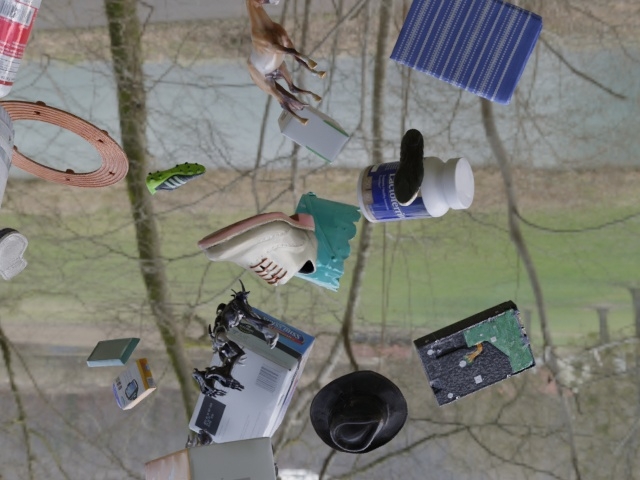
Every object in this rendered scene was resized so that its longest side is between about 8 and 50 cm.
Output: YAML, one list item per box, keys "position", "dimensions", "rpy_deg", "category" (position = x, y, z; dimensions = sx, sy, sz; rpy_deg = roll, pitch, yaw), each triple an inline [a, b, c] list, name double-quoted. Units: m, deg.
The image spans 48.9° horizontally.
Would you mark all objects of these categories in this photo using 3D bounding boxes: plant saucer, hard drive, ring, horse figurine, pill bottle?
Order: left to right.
- position: [-0.934, -0.537, 1.921]
  dimensions: [0.229, 0.407, 0.229]
  rpy_deg: [23, -171, -4]
  category: "pill bottle"
- position: [-0.598, -0.217, 1.587]
  dimensions: [0.337, 0.032, 0.336]
  rpy_deg: [7, 154, 4]
  category: "ring"
- position: [-0.463, 0.246, 1.560]
  dimensions: [0.018, 0.067, 0.192]
  rpy_deg: [43, 147, -25]
  category: "plant saucer"
- position: [-0.069, -0.301, 1.196]
  dimensions: [0.174, 0.066, 0.263]
  rpy_deg: [41, 163, 10]
  category: "horse figurine"
- position: [0.238, -0.130, 1.762]
  dimensions: [0.265, 0.153, 0.153]
  rpy_deg: [-5, 171, 33]
  category: "pill bottle"
- position: [0.485, 0.354, 2.212]
  dimensions: [0.339, 0.236, 0.064]
  rpy_deg: [-23, -159, 0]
  category: "hard drive"

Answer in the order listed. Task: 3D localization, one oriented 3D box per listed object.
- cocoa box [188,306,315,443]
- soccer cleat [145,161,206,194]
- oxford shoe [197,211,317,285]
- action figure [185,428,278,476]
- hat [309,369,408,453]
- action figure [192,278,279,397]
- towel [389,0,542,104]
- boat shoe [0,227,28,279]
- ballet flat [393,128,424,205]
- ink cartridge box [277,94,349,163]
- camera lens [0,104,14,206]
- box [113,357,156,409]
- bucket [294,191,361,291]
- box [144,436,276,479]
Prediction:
- position: [-0.201, 0.419, 2.089]
  dimensions: [0.232, 0.347, 0.228]
  rpy_deg: [26, -158, 11]
  category: "cocoa box"
- position: [-0.426, -0.183, 2.083]
  dimensions: [0.179, 0.060, 0.072]
  rpy_deg: [-14, 139, -10]
  category: "soccer cleat"
- position: [-0.108, 0.024, 1.517]
  dimensions: [0.141, 0.146, 0.397]
  rpy_deg: [-20, 173, 30]
  category: "oxford shoe"
- position: [-0.256, 0.570, 1.799]
  dimensions: [0.285, 0.185, 0.099]
  rpy_deg: [-12, 178, 19]
  category: "action figure"
- position: [0.124, 0.593, 2.312]
  dimensions: [0.332, 0.331, 0.134]
  rpy_deg: [1, -164, 4]
  category: "hat"
- position: [-0.190, 0.226, 1.608]
  dimensions: [0.141, 0.275, 0.164]
  rpy_deg: [34, 135, -20]
  category: "action figure"
- position: [0.376, -0.516, 1.807]
  dimensions: [0.336, 0.243, 0.040]
  rpy_deg: [22, -175, -1]
  category: "towel"
- position: [-0.599, 0.015, 1.324]
  dimensions: [0.075, 0.065, 0.206]
  rpy_deg: [-41, 178, -27]
  category: "boat shoe"
- position: [0.175, -0.138, 1.352]
  dimensions: [0.058, 0.173, 0.049]
  rpy_deg: [2, 150, 19]
  category: "ballet flat"
- position: [-0.023, -0.295, 1.840]
  dimensions: [0.154, 0.093, 0.212]
  rpy_deg: [30, -166, -15]
  category: "ink cartridge box"
- position: [-0.666, -0.110, 1.224]
  dimensions: [0.220, 0.274, 0.219]
  rpy_deg: [0, 154, 0]
  category: "camera lens"
- position: [-0.457, 0.353, 1.718]
  dimensions: [0.028, 0.081, 0.136]
  rpy_deg: [1, 147, -49]
  category: "box"
- position: [0.000, 0.000, 2.053]
  dimensions: [0.183, 0.281, 0.281]
  rpy_deg: [17, 174, 0]
  category: "bucket"
- position: [-0.225, 0.529, 1.418]
  dimensions: [0.168, 0.214, 0.345]
  rpy_deg: [0, 159, -27]
  category: "box"
